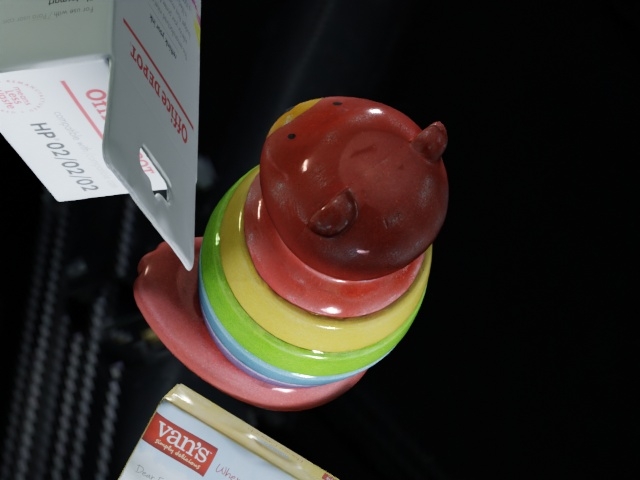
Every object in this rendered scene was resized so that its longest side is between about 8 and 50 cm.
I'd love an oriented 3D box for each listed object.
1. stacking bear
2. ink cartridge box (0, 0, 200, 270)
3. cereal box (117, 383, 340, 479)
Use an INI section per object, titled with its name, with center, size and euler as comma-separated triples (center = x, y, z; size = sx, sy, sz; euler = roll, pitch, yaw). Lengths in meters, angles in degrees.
[stacking bear]
center = 0.000, 0.000, 1.210
size = 0.175, 0.289, 0.164
euler = -31, -100, -21
[ink cartridge box]
center = -0.088, -0.086, 0.704
size = 0.104, 0.061, 0.181
euler = 60, -154, -62
[cereal box]
center = -0.089, 0.247, 1.340
size = 0.173, 0.240, 0.047
euler = 31, -166, 5
